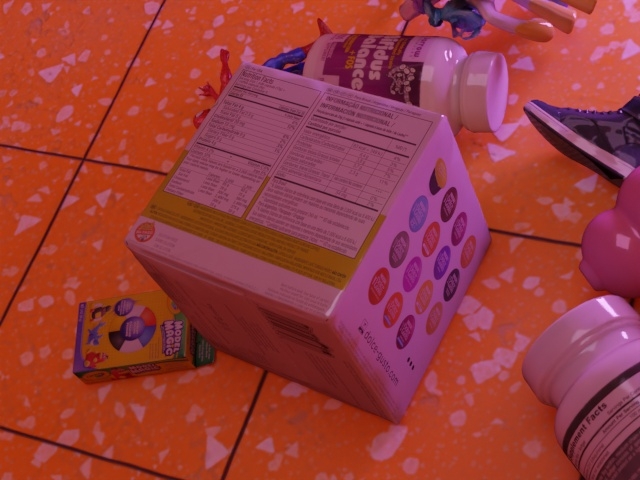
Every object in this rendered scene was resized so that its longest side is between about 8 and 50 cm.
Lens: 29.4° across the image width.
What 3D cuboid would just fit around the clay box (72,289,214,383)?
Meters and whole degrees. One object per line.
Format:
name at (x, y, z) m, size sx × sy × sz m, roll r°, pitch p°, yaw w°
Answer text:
clay box at (-0.275, 0.146, 1.921) m, size 0.222 × 0.053 × 0.127 m, roll -10°, pitch 58°, yaw 15°

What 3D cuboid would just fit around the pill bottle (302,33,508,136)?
pill bottle at (0.137, -0.242, 1.938) m, size 0.302 × 0.169 × 0.169 m, roll 5°, pitch 62°, yaw 23°

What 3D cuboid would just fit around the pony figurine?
pony figurine at (0.248, -0.447, 1.953) m, size 0.364 × 0.302 × 0.351 m, roll 17°, pitch 30°, yaw 0°

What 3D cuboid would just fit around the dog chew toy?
dog chew toy at (0.504, -0.041, 1.676) m, size 0.332 × 0.206 × 0.206 m, roll -35°, pitch 55°, yaw 7°

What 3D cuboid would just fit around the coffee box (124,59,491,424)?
coffee box at (0.000, 0.000, 1.738) m, size 0.338 × 0.337 × 0.334 m, roll 19°, pitch 67°, yaw 29°

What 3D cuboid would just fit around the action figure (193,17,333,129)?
action figure at (-0.119, -0.298, 2.112) m, size 0.280 × 0.091 × 0.139 m, roll -37°, pitch 62°, yaw -6°

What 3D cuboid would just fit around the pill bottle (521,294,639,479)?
pill bottle at (0.424, 0.251, 1.514) m, size 0.210 × 0.210 × 0.363 m, roll -34°, pitch 55°, yaw -2°

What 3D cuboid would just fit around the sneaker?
sneaker at (0.435, -0.189, 1.840) m, size 0.226 × 0.086 × 0.163 m, roll 36°, pitch 88°, yaw 23°
